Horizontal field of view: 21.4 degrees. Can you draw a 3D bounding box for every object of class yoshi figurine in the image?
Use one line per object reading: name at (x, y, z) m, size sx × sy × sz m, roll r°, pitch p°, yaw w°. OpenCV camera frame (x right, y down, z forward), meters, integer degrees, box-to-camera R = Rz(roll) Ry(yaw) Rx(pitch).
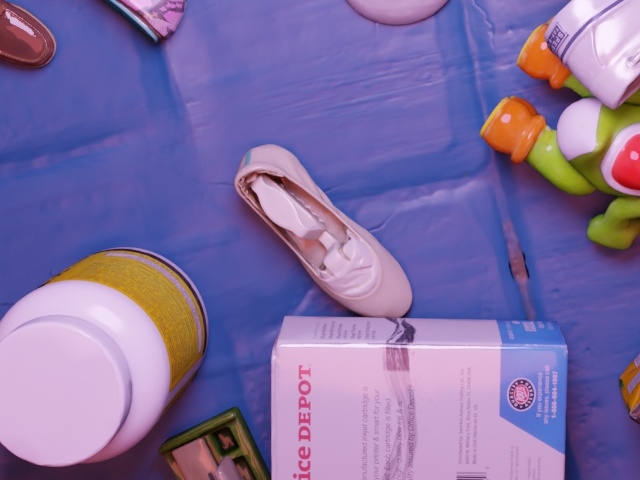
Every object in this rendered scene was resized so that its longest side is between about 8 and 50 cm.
yoshi figurine at (0.364, -0.084, 1.767) m, size 0.362 × 0.203 × 0.203 m, roll 32°, pitch 64°, yaw 14°

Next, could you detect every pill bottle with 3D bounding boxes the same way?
pill bottle at (-0.234, 0.121, 1.758) m, size 0.188 × 0.334 × 0.188 m, roll 1°, pitch 98°, yaw 6°

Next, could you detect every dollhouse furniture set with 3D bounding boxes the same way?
dollhouse furniture set at (-0.201, 0.333, 1.856) m, size 0.301 × 0.197 × 0.151 m, roll -27°, pitch 96°, yaw 9°

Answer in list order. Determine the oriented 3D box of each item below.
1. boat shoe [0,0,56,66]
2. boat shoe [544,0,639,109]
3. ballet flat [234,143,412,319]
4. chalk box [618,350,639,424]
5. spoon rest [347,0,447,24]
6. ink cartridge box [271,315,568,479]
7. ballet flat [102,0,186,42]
boat shoe at (-0.374, -0.243, 1.857) m, size 0.178 × 0.060 × 0.064 m, roll 31°, pitch 101°, yaw 1°
boat shoe at (0.412, -0.241, 1.675) m, size 0.367 × 0.136 × 0.156 m, roll -31°, pitch 73°, yaw -13°
ballet flat at (0.000, 0.000, 1.841) m, size 0.248 × 0.086 × 0.086 m, roll 45°, pitch 101°, yaw -2°
chalk box at (0.482, 0.178, 1.764) m, size 0.289 × 0.179 × 0.180 m, roll 36°, pitch 100°, yaw -1°
spoon rest at (0.078, -0.363, 1.788) m, size 0.137 × 0.084 × 0.276 m, roll -1°, pitch 112°, yaw 8°
ink cartridge box at (0.105, 0.202, 1.824) m, size 0.307 × 0.129 × 0.223 m, roll 1°, pitch 102°, yaw 3°
ballet flat at (-0.242, -0.301, 1.834) m, size 0.221 × 0.077 × 0.079 m, roll 33°, pitch 83°, yaw -4°
